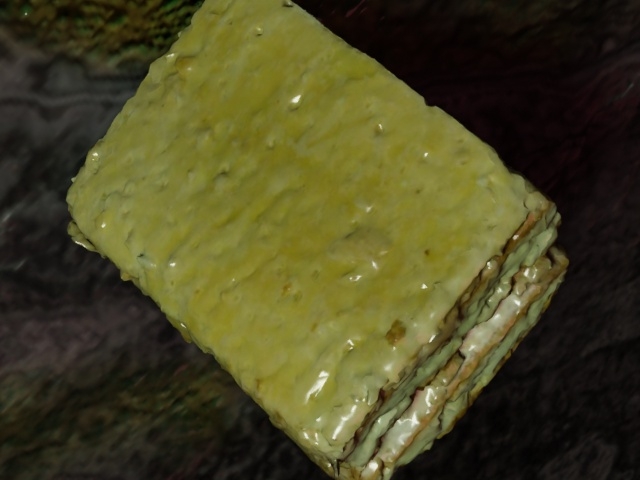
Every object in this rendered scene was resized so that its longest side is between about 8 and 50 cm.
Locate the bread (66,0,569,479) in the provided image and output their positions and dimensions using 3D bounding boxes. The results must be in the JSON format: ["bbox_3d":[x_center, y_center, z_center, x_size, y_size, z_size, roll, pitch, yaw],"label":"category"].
[{"bbox_3d":[0.000,0.000,0.754,0.138,0.196,0.102,-53,140,2],"label":"bread"}]
